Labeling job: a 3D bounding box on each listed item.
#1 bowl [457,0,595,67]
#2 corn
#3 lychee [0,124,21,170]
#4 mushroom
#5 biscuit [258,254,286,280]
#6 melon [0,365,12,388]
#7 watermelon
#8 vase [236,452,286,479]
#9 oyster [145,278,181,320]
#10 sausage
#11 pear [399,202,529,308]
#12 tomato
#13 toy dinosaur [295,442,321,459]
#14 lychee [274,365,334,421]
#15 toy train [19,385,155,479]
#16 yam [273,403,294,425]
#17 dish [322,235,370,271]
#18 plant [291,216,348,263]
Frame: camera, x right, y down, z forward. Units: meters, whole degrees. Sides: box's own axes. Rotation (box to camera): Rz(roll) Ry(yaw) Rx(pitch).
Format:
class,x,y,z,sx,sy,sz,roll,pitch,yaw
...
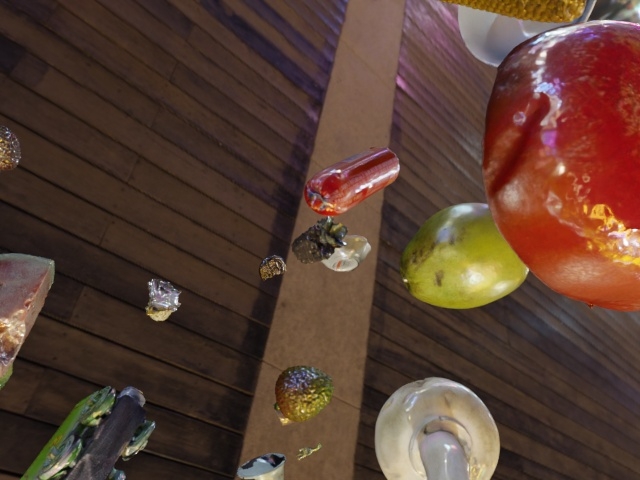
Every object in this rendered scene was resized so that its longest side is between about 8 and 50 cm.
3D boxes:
class,x,y,z,sx,sy,sz,roll,pitch,yaw
bowl,0.536,-0.595,1.269,0.157,0.346,0.345,-4,73,-48
corn,0.250,-0.460,0.831,0.387,0.143,0.144,23,37,20
lychee,-0.499,-0.137,0.773,0.067,0.068,0.083,11,104,-33
mushroom,0.305,0.539,1.278,0.315,0.315,0.356,25,34,-37
biscuit,-0.151,0.089,1.577,0.087,0.027,0.089,19,96,-30
melon,-0.908,0.278,1.223,0.124,0.324,0.196,66,22,-70
watermelon,-0.670,0.168,1.020,0.226,0.148,0.318,39,52,17
vase,-0.090,0.678,1.130,0.165,0.165,0.360,-12,88,-49
oyster,-0.524,0.199,1.662,0.133,0.072,0.209,35,11,-36
sausage,0.049,-0.092,0.783,0.074,0.074,0.274,61,31,-3
pear,0.283,0.031,0.988,0.269,0.212,0.212,-25,88,-7
tomato,0.332,-0.092,0.524,0.339,0.144,0.338,5,76,-21
toy dinosaur,-0.042,0.666,1.582,0.060,0.119,0.029,0,55,-33
lychee,-0.040,0.315,1.038,0.114,0.147,0.114,38,38,-38
toy train,-0.535,0.486,1.147,0.173,0.249,0.307,48,33,-19
yam,-0.083,0.551,1.649,0.127,0.084,0.084,-20,84,-17
dish,0.089,0.066,1.935,0.229,0.229,0.081,20,51,-39
plant,0.000,0.000,1.773,0.131,0.203,0.142,-31,97,-47
